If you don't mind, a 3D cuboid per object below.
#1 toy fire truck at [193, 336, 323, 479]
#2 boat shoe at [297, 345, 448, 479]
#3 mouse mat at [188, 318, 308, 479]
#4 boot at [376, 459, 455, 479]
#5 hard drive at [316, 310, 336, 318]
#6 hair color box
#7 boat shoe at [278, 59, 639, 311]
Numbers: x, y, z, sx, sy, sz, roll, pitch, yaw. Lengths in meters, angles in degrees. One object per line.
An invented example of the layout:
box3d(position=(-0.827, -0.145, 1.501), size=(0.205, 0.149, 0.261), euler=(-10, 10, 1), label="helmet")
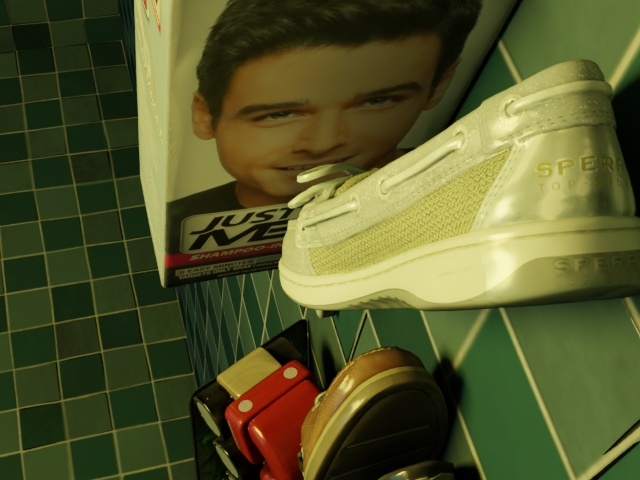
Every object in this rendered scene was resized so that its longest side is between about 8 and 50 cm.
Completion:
box3d(position=(-0.018, 0.261, 0.937), size=(0.246, 0.158, 0.217), euler=(36, 150, 40), label="toy fire truck")
box3d(position=(0.025, 0.168, 0.741), size=(0.307, 0.110, 0.104), euler=(98, 157, -49), label="boat shoe")
box3d(position=(-0.077, 0.190, 1.050), size=(0.007, 0.189, 0.153), euler=(23, 129, 34), label="mouse mat")
box3d(position=(0.084, 0.244, 0.572), size=(0.338, 0.118, 0.223), euler=(116, 148, -59), label="boot")
box3d(position=(0.000, 0.000, 0.909), size=(0.135, 0.022, 0.094), euler=(97, 159, -47), label="hard drive")
box3d(position=(-0.023, -0.096, 0.603), size=(0.374, 0.185, 0.114), euler=(111, 147, -64), label="hair color box")
box3d(position=(0.058, -0.015, 0.506), size=(0.320, 0.118, 0.103), euler=(171, 95, -72), label="boat shoe")
